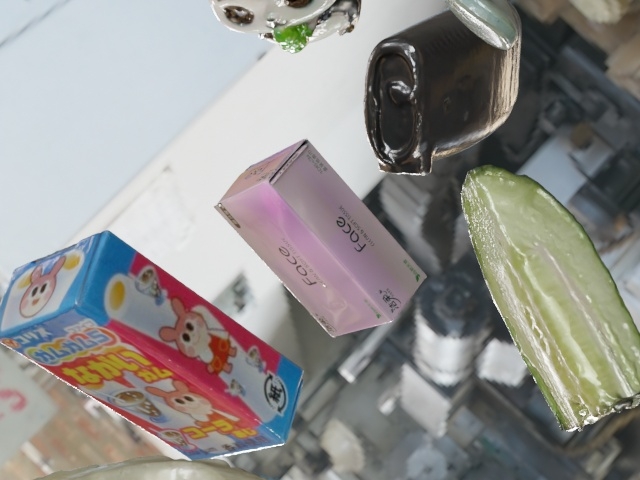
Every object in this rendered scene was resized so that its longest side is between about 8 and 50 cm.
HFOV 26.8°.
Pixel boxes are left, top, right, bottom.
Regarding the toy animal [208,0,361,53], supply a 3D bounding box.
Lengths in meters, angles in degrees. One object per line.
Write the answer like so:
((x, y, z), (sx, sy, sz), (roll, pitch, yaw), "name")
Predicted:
((-0.056, -0.390, 2.043), (0.212, 0.212, 0.267), (41, -162, 14), "toy animal")

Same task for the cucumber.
((0.271, 0.058, 1.557), (0.325, 0.105, 0.145), (62, 161, 15), "cucumber")

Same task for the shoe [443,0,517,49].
((0.154, -0.291, 1.444), (0.195, 0.078, 0.079), (45, -179, 24), "shoe")

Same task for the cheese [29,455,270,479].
((-0.150, 0.303, 1.132), (0.332, 0.292, 0.153), (21, 116, 60), "cheese")

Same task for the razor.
((0.182, -0.221, 1.866), (0.114, 0.349, 0.204), (10, 114, 28), "razor")

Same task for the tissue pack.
((0.000, 0.000, 1.727), (0.246, 0.092, 0.148), (48, 148, -13), "tissue pack")

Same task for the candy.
((-0.179, 0.122, 1.434), (0.157, 0.100, 0.306), (-18, 134, 40), "candy")
